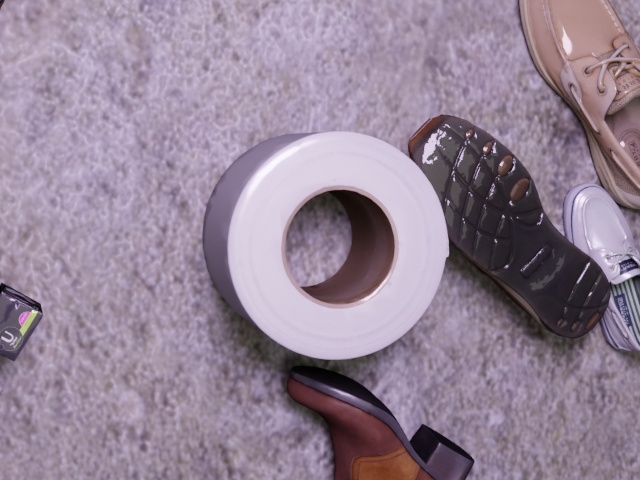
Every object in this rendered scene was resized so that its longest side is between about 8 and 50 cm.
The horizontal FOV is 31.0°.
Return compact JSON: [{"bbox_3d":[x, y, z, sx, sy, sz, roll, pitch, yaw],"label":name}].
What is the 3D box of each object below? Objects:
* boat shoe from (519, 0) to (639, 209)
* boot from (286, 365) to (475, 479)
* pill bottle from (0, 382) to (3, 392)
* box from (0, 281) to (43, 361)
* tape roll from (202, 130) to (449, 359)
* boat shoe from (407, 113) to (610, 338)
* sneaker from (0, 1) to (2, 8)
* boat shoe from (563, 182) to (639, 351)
[{"bbox_3d":[0.359,-0.193,1.405,0.122,0.110,0.341,-33,102,-10],"label":"boat shoe"},{"bbox_3d":[0.009,0.315,1.383,0.264,0.096,0.280,33,93,-23],"label":"boot"},{"bbox_3d":[-0.417,0.183,1.243,0.137,0.078,0.078,-46,104,-7],"label":"pill bottle"},{"bbox_3d":[-0.339,0.088,1.253,0.052,0.083,0.062,31,86,-15],"label":"box"},{"bbox_3d":[0.000,0.000,1.294,0.246,0.169,0.246,-1,95,-14],"label":"tape roll"},{"bbox_3d":[0.209,-0.011,1.374,0.122,0.120,0.324,-43,110,-6],"label":"boat shoe"},{"bbox_3d":[-0.407,-0.239,1.194,0.131,0.112,0.296,28,86,-15],"label":"sneaker"},{"bbox_3d":[0.375,0.034,1.446,0.083,0.076,0.226,-26,101,-12],"label":"boat shoe"}]
